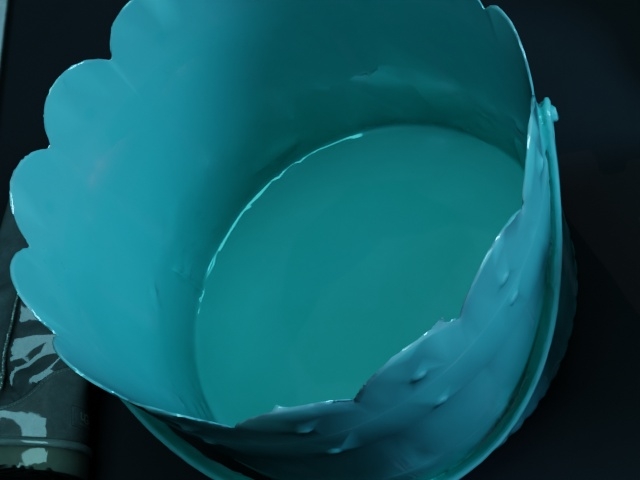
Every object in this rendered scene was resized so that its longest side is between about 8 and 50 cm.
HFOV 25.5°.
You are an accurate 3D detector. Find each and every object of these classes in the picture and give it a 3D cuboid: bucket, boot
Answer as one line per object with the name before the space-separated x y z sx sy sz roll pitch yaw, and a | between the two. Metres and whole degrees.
bucket | 0.000 0.000 0.743 0.281 0.183 0.281 -11 61 20
boot | -0.202 0.042 0.876 0.189 0.076 0.209 2 72 9
